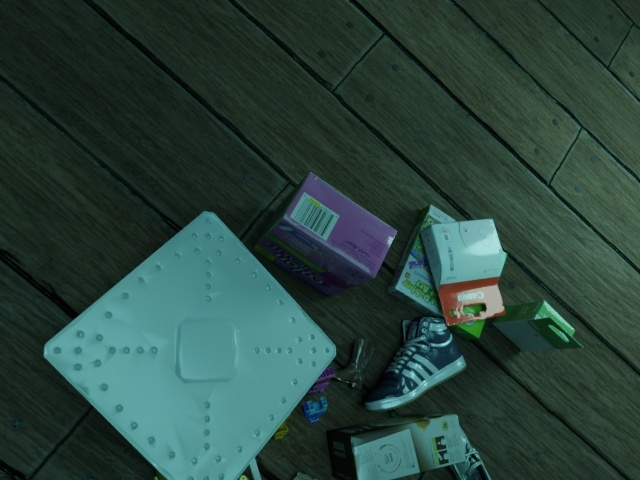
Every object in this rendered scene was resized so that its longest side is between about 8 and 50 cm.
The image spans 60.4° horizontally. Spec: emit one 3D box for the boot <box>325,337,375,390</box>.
[{"bbox_3d":[0.066,0.261,1.219,0.106,0.037,0.114,30,70,-25],"label":"boot"}]

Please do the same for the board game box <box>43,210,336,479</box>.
[{"bbox_3d":[-0.214,0.205,1.012,0.390,0.050,0.390,48,58,-6],"label":"board game box"}]

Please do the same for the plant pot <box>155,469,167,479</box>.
[{"bbox_3d":[-0.258,0.440,0.998,0.083,0.083,0.079,-27,74,-25],"label":"plant pot"}]

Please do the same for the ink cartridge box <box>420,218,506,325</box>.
[{"bbox_3d":[0.355,0.069,1.303,0.188,0.066,0.233,-6,69,-25],"label":"ink cartridge box"}]

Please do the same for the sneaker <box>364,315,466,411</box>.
[{"bbox_3d":[0.194,0.265,1.230,0.282,0.099,0.153,-18,88,-31],"label":"sneaker"}]

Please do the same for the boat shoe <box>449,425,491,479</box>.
[{"bbox_3d":[0.330,0.496,1.229,0.079,0.081,0.228,-25,86,-24],"label":"boat shoe"}]

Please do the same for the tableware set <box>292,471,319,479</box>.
[{"bbox_3d":[-0.032,0.562,1.092,0.141,0.020,0.169,47,53,-11],"label":"tableware set"}]

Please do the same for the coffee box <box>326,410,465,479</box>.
[{"bbox_3d":[0.155,0.430,1.150,0.246,0.141,0.098,-4,77,-22],"label":"coffee box"}]

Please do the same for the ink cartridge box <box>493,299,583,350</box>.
[{"bbox_3d":[0.524,0.204,1.311,0.109,0.209,0.062,43,68,-5],"label":"ink cartridge box"}]

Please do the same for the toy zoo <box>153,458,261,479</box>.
[{"bbox_3d":[-0.199,0.514,1.055,0.192,0.030,0.294,-16,81,-23],"label":"toy zoo"}]

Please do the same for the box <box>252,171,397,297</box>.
[{"bbox_3d":[0.000,0.000,1.152,0.213,0.243,0.117,33,67,-10],"label":"box"}]

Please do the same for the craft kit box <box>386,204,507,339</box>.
[{"bbox_3d":[0.317,0.078,1.356,0.249,0.061,0.247,30,70,-10],"label":"craft kit box"}]

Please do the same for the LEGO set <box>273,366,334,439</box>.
[{"bbox_3d":[-0.071,0.350,1.126,0.227,0.093,0.087,-12,49,-18],"label":"LEGO set"}]
